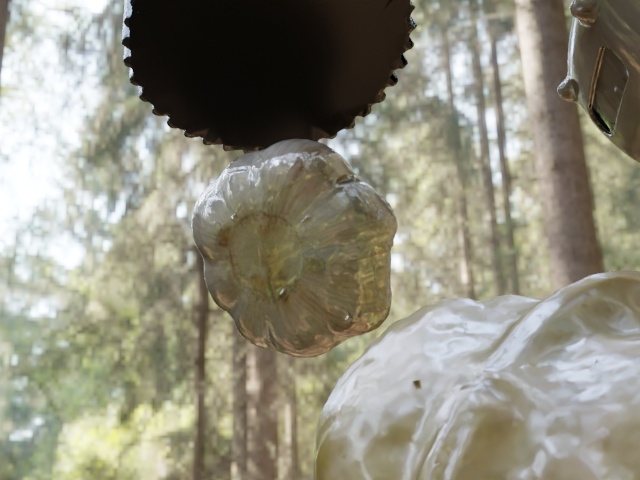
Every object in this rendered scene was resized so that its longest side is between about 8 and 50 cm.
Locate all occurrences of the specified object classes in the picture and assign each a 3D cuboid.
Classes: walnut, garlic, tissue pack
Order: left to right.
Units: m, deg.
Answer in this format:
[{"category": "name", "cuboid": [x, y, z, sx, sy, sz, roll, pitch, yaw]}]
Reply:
[{"category": "garlic", "cuboid": [0.000, 0.000, 1.300, 0.219, 0.218, 0.212, -20, 2, 32]}, {"category": "walnut", "cuboid": [0.174, 0.193, 0.852, 0.381, 0.381, 0.381, -2, -26, -1]}, {"category": "tissue pack", "cuboid": [0.489, -0.270, 1.792, 0.277, 0.267, 0.387, -32, -19, -5]}]

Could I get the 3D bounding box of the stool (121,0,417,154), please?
[{"category": "stool", "cuboid": [-0.076, -0.307, 1.414, 0.297, 0.330, 0.297, -7, -47, -7]}]
